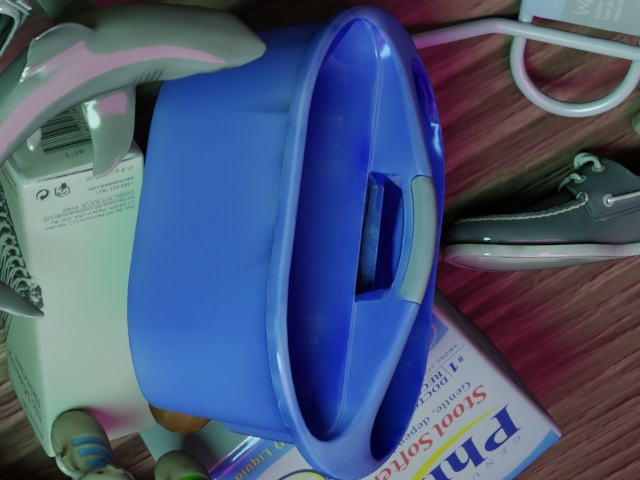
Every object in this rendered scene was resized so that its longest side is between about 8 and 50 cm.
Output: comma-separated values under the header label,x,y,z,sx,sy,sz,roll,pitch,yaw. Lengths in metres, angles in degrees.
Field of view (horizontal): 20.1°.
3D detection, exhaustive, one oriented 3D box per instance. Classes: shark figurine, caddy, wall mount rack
label,x,y,z,sx,sy,sz,roll,pitch,yaw
shark figurine,-0.184,-0.087,1.183,0.278,0.166,0.116,-50,173,-14
caddy,0.000,0.000,1.301,0.241,0.179,0.341,29,65,-60
wall mount rack,0.177,-0.226,1.382,0.304,0.130,0.350,10,125,0

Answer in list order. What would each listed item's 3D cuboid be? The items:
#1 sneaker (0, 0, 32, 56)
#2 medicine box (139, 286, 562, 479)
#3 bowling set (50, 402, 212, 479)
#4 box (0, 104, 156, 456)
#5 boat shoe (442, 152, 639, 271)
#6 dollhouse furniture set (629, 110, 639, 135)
label,x,y,z,sx,sy,sz,roll,pitch,yaw
sneaker,-0.295,-0.091,1.190,0.105,0.115,0.281,25,110,-43
medicine box,0.023,0.153,1.581,0.263,0.149,0.289,-42,136,5
bowling set,-0.138,0.196,1.333,0.287,0.154,0.199,19,104,-27
box,-0.188,0.024,1.363,0.094,0.113,0.275,-16,132,-20
boat shoe,0.251,-0.029,1.635,0.320,0.116,0.099,-5,85,-21
dollhouse furniture set,0.312,-0.152,1.609,0.114,0.091,0.081,-46,-177,42
